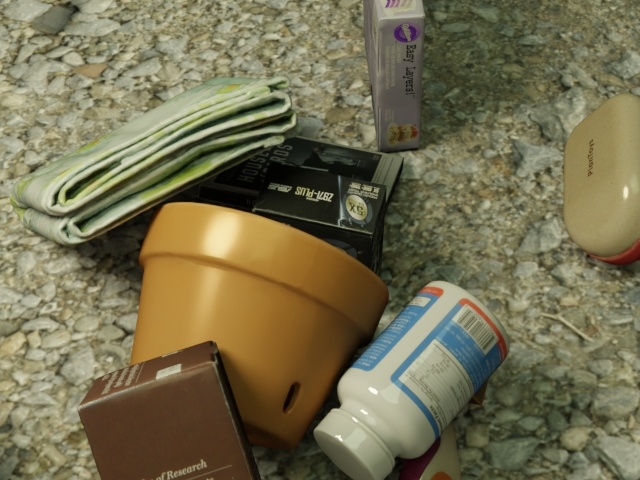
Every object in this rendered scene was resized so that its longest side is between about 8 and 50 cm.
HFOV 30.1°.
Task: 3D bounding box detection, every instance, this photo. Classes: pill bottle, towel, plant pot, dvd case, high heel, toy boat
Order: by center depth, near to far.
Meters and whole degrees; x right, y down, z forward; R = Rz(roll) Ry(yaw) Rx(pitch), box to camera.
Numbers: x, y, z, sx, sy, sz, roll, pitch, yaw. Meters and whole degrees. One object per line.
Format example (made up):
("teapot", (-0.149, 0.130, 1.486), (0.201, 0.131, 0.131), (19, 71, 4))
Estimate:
("pill bottle", (0.097, 0.160, 1.307), (0.124, 0.124, 0.221), (36, 67, 23))
("plant pot", (-0.090, 0.109, 1.346), (0.291, 0.291, 0.203), (16, 72, 11))
("high heel", (0.105, 0.235, 1.378), (0.117, 0.082, 0.244), (4, 63, 37))
("towel", (-0.215, -0.106, 1.462), (0.321, 0.374, 0.090), (-27, 102, -16))
("toy boat", (0.413, -0.069, 1.560), (0.151, 0.151, 0.231), (24, 53, -19))
("dvd case", (-0.021, -0.084, 1.582), (0.239, 0.029, 0.179), (12, 34, 8))

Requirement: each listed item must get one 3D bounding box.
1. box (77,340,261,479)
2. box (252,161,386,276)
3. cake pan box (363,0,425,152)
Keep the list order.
("box", (-0.103, 0.300, 1.130), (0.143, 0.191, 0.381), (-16, 92, -5))
("box", (0.000, 0.000, 1.465), (0.147, 0.180, 0.077), (12, 56, 8))
("cake pan box", (0.096, -0.298, 1.626), (0.070, 0.266, 0.245), (-6, 52, -1))
